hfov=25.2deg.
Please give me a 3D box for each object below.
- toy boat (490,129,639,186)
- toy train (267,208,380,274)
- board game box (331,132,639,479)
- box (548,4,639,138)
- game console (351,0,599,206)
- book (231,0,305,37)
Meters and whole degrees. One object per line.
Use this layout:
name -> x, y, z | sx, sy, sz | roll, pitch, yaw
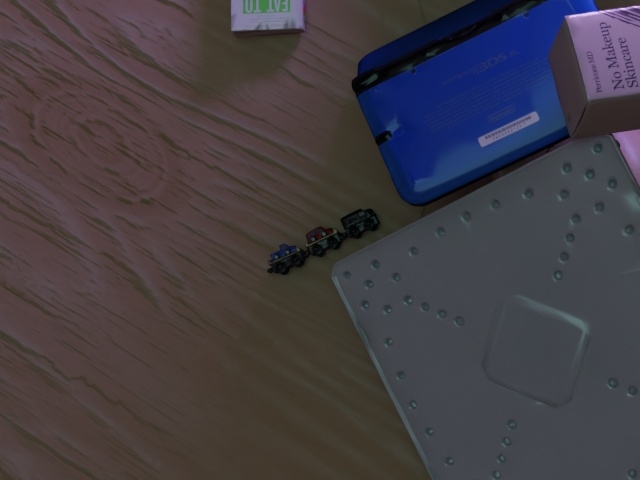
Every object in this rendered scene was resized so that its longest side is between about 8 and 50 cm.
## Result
toy boat -> 0.365, -0.102, 1.692 | 0.318, 0.148, 0.267 | -29, 74, 18
toy train -> 0.000, 0.000, 1.822 | 0.158, 0.027, 0.036 | -26, 76, 10
board game box -> 0.254, 0.123, 1.653 | 0.390, 0.050, 0.389 | -28, 87, 29
box -> 0.394, -0.193, 1.531 | 0.275, 0.094, 0.113 | -10, 70, -7
game console -> 0.201, -0.194, 1.703 | 0.293, 0.173, 0.250 | -26, 75, 12
book -> -0.067, -0.342, 1.868 | 0.096, 0.035, 0.144 | -2, 83, 10
